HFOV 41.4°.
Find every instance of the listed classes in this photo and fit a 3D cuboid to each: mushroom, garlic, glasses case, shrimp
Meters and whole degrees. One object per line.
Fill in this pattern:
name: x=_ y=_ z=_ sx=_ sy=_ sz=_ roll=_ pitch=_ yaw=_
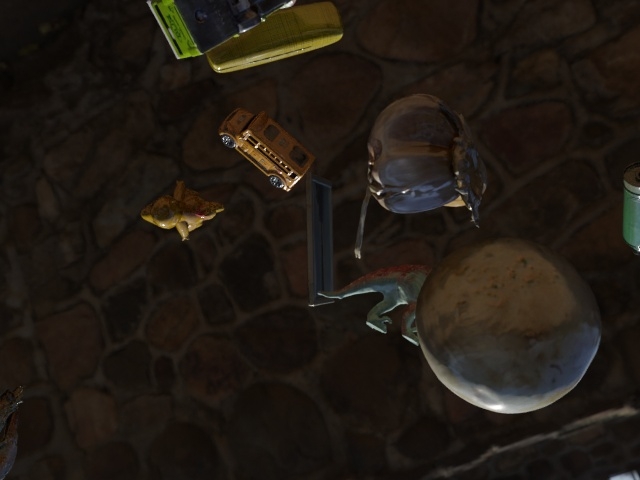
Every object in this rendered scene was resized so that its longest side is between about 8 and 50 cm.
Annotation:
mushroom: x=0.240 y=0.124 z=1.138 sx=0.243 sy=0.243 sz=0.243 roll=-19 pitch=167 yaw=-5
garlic: x=0.148 y=-0.070 z=1.219 sx=0.257 sy=0.207 sz=0.207 roll=-63 pitch=162 yaw=0
glasses case: x=-0.078 y=-0.342 z=1.416 sx=0.234 sy=0.079 sz=0.064 roll=-16 pitch=165 yaw=-7
shrimp: x=-0.561 y=0.336 z=1.464 sx=0.101 sy=0.190 sz=0.042 roll=36 pitch=151 yaw=-29

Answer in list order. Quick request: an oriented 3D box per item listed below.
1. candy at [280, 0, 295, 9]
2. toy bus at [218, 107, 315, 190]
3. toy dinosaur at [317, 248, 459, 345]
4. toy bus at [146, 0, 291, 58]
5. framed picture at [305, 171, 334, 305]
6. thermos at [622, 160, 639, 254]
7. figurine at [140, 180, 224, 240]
candy: x=-0.099 y=-0.525 z=1.781 sx=0.103 sy=0.043 sz=0.103 roll=5 pitch=160 yaw=2
toy bus: x=-0.110 y=-0.198 z=1.744 sx=0.088 sy=0.194 sz=0.083 roll=-37 pitch=-163 yaw=53
toy dinosaur: x=0.123 y=0.067 z=1.254 sx=0.242 sy=0.167 sz=0.053 roll=13 pitch=166 yaw=2
toy bus: x=-0.107 y=-0.371 z=1.229 sx=0.301 sy=0.113 sz=0.139 roll=-39 pitch=-157 yaw=-30
framed picture: x=0.000 y=0.000 z=1.921 sx=0.016 sy=0.289 sz=0.213 roll=-2 pitch=178 yaw=13
thermos: x=0.585 y=-0.048 z=1.525 sx=0.073 sy=0.083 sz=0.188 roll=-34 pitch=135 yaw=-17
figurine: x=-0.264 y=-0.058 z=1.667 sx=0.122 sy=0.121 sz=0.176 roll=0 pitch=-174 yaw=25
